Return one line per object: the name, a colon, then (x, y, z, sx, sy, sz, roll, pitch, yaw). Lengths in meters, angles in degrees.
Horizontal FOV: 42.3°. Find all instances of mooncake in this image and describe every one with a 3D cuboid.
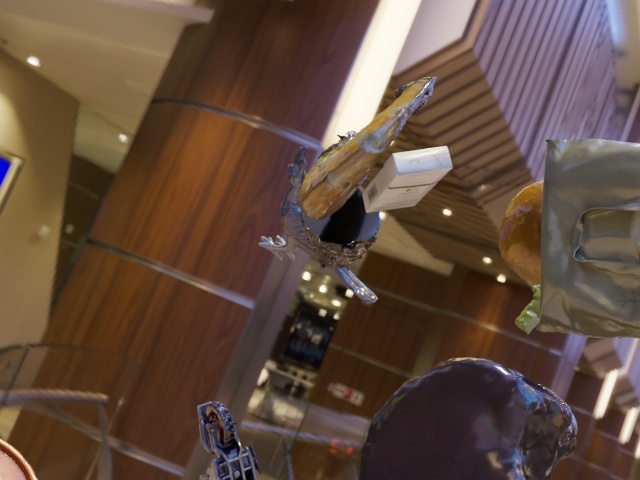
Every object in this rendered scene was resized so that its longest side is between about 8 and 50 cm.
mooncake: (0.236, 0.385, 1.336, 0.351, 0.381, 0.212, 16, -11, 37)

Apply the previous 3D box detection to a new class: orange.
orange: (0.570, 0.007, 1.923, 0.335, 0.262, 0.196, 41, 18, 19)

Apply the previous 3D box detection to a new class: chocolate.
chocolate: (0.028, -0.006, 1.523, 0.156, 0.156, 0.133, 21, -39, 8)

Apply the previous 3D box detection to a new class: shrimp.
shrimp: (0.077, -0.161, 1.289, 0.085, 0.272, 0.445, 43, 14, -3)

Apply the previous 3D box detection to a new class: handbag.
handbag: (0.449, -0.003, 1.271, 0.109, 0.315, 0.253, 7, -2, -40)

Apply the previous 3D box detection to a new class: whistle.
whistle: (0.443, 0.095, 1.564, 0.104, 0.198, 0.057, 41, -3, 14)

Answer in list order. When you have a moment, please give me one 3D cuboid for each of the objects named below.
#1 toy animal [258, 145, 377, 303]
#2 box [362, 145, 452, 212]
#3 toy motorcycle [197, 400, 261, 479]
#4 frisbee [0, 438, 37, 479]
toy animal: (-0.034, -0.006, 1.798, 0.206, 0.081, 0.366, -18, -78, 37)
box: (0.122, -0.085, 1.197, 0.084, 0.040, 0.154, -7, -17, -16)
toy motorcycle: (-0.148, 0.347, 1.273, 0.080, 0.215, 0.123, -14, 6, -34)
frisbee: (-0.466, 0.324, 1.089, 0.192, 0.035, 0.192, 32, 18, -12)
